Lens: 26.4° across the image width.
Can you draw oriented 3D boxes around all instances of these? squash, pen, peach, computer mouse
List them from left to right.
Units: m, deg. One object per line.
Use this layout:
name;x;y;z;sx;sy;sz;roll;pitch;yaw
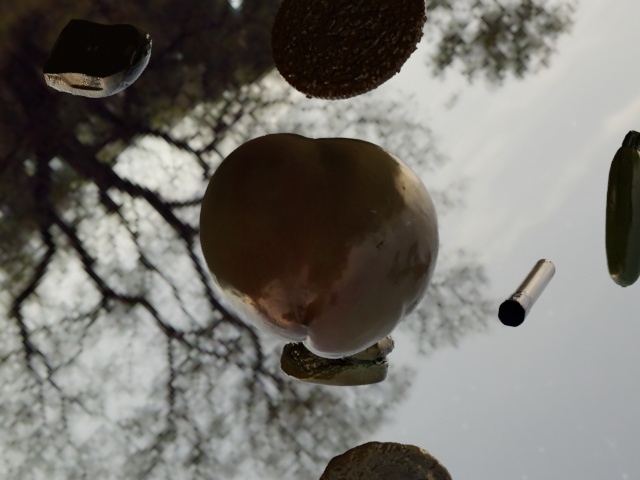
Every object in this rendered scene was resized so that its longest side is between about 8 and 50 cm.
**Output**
computer mouse;-0.330;-0.275;2.074;0.217;0.073;0.122;13;-112;39
peach;-0.001;0.000;1.617;0.247;0.292;0.292;-62;-177;26
pen;0.249;0.059;1.632;0.033;0.033;0.269;-39;177;19
squash;0.486;-0.049;2.170;0.066;0.252;0.066;0;-173;0

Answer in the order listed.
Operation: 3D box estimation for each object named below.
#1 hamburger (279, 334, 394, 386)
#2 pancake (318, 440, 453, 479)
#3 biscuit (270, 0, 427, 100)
hamburger;0.030;0.178;2.323;0.215;0.189;0.122;-45;146;-78
pancake;0.057;0.246;1.263;0.139;0.139;0.022;-42;-157;7
biscuit;0.047;-0.388;2.431;0.305;0.305;0.038;-42;148;4
